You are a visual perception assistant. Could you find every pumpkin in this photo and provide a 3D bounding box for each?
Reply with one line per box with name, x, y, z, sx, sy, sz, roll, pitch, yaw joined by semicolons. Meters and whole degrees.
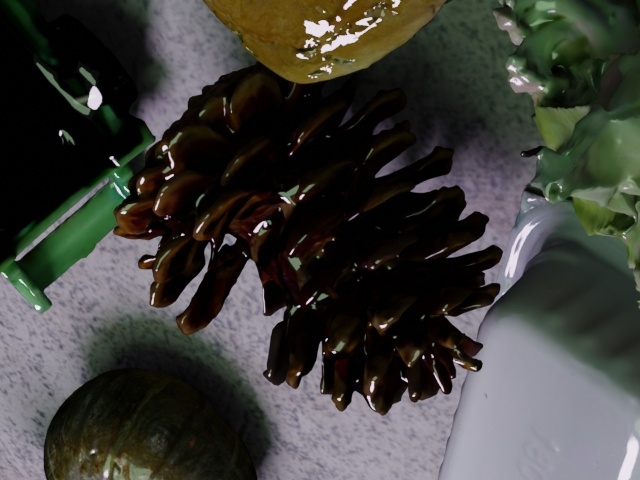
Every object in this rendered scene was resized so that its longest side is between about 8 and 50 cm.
pumpkin;-0.168;0.227;1.415;0.224;0.157;0.223;22;147;16

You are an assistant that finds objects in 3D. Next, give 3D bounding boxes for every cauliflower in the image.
cauliflower;0.201;-0.072;0.841;0.239;0.315;0.256;10;109;22

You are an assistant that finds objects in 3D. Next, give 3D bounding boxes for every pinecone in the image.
pinecone;-0.002;0.003;1.031;0.292;0.246;0.246;45;140;18

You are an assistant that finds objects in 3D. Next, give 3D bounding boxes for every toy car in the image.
toy car;-0.289;-0.113;1.159;0.358;0.213;0.176;47;170;-10

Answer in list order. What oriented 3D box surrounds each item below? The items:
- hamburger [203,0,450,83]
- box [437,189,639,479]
hamburger;-0.013;-0.239;0.882;0.265;0.134;0.285;48;137;6
box;0.191;0.160;1.091;0.264;0.106;0.336;35;133;31
